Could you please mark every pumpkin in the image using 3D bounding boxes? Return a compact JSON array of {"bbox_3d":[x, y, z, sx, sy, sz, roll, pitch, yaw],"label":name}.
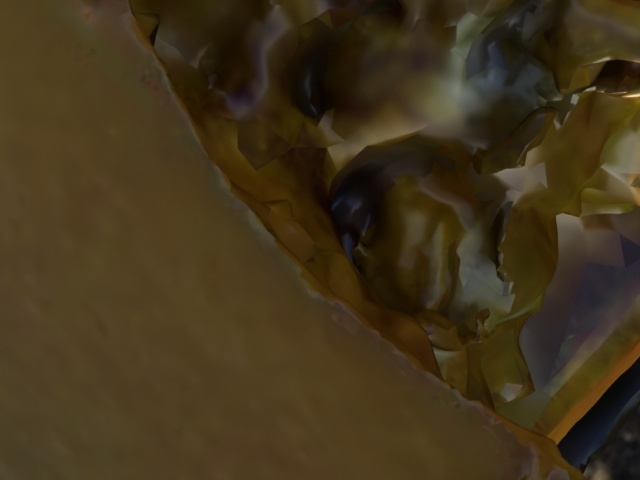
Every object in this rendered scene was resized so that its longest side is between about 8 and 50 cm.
[{"bbox_3d":[0.000,0.000,0.486,0.225,0.303,0.256,48,143,9],"label":"pumpkin"}]
